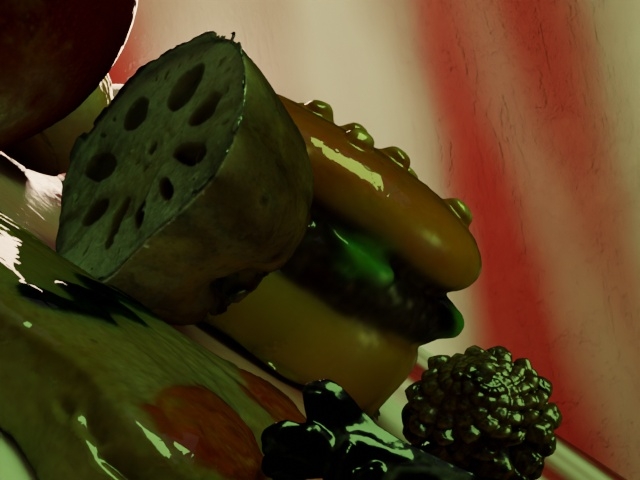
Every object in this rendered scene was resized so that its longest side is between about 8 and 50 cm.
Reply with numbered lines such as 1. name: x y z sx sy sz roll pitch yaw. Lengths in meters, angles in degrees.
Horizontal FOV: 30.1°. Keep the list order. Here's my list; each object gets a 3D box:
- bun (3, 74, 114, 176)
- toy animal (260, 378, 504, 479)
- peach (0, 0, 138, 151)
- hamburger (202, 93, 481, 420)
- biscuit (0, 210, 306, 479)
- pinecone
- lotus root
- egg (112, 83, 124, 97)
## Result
1. bun: -0.373 -0.229 1.479 0.299 0.165 0.299 34 -24 17
2. toy animal: -0.018 0.150 0.485 0.121 0.117 0.210 33 29 17
3. peach: -0.342 -0.241 1.050 0.335 0.310 0.406 -11 47 -37
4. hamburger: 0.000 0.000 1.384 0.396 0.277 0.396 33 3 -2
5. biscuit: -0.180 0.029 0.684 0.394 0.076 0.368 34 1 9
6. pinecone: 0.163 0.190 1.203 0.174 0.173 0.173 33 2 -1
7. lotus root: -0.110 -0.034 1.088 0.192 0.272 0.272 44 -4 -32
8. egg: -0.249 -0.126 1.731 0.271 0.196 0.196 31 3 -45
